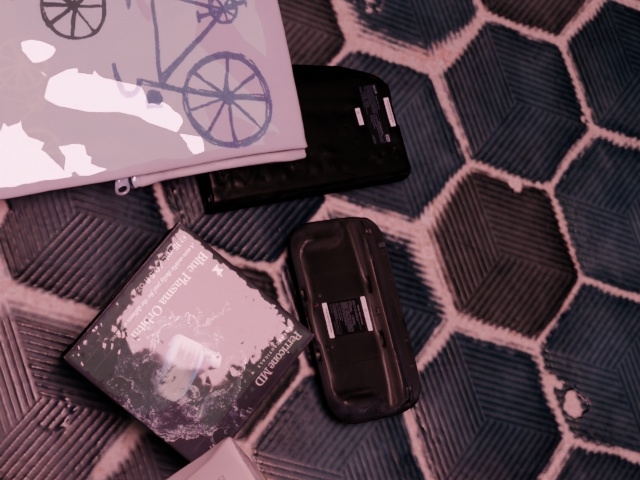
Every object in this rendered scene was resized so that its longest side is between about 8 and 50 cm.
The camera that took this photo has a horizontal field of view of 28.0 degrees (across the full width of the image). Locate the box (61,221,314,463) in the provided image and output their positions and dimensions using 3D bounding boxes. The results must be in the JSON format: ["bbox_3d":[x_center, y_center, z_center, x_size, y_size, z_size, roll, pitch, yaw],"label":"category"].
[{"bbox_3d":[-0.118,0.093,1.133,0.158,0.093,0.156,40,79,-7],"label":"box"}]

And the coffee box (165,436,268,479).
[{"bbox_3d":[-0.058,0.409,0.840,0.338,0.337,0.334,-36,127,-3],"label":"coffee box"}]

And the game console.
[{"bbox_3d":[0.000,0.000,1.250,0.213,0.044,0.361,-10,79,-22],"label":"game console"}]

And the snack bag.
[{"bbox_3d":[-0.197,-0.201,1.164,0.343,0.037,0.323,-13,92,-20],"label":"snack bag"}]
